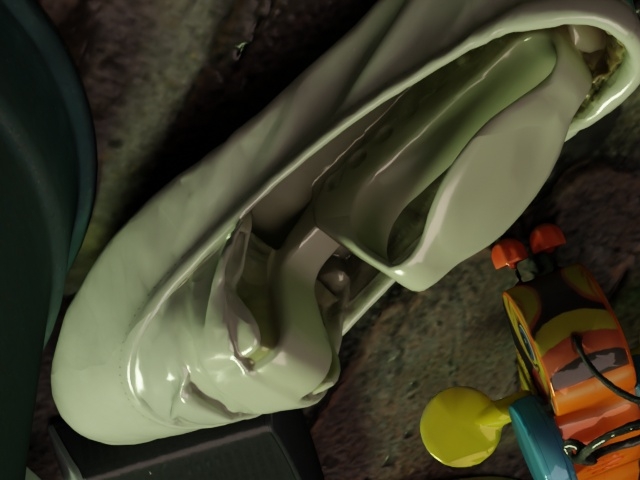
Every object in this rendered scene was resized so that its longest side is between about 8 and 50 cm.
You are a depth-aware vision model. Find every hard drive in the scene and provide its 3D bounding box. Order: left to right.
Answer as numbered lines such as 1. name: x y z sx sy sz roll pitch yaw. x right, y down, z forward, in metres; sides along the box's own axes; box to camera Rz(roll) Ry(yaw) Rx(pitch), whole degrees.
1. hard drive: -0.076 0.206 0.707 0.171 0.054 0.255 -15 129 -4

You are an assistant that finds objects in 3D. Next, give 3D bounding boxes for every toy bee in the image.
1. toy bee: 0.170 0.075 0.639 0.195 0.162 0.298 -11 154 -18

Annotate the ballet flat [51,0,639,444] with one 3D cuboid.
1. ballet flat: 0.000 0.000 0.514 0.400 0.139 0.139 -44 125 15

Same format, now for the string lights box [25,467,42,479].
1. string lights box: -0.274 0.221 0.548 0.076 0.259 0.133 36 119 14

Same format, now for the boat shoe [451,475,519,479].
1. boat shoe: 0.171 0.266 0.791 0.302 0.103 0.113 10 122 -22

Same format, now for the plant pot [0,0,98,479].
1. plant pot: -0.251 0.062 0.371 0.341 0.334 0.341 -7 128 -9
